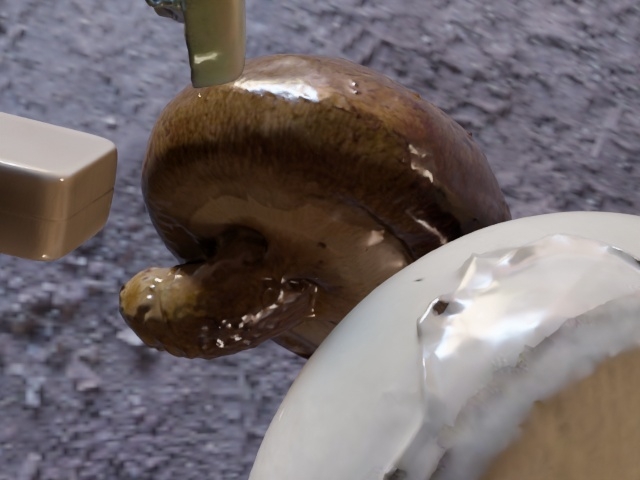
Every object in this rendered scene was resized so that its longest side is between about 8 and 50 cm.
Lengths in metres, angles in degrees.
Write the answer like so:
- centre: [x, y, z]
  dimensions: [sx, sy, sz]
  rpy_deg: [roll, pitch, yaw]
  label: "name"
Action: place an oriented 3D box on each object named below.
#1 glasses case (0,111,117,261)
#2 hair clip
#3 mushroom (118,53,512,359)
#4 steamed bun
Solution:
- centre: [-0.340, -0.069, 1.430]
  dimensions: [0.336, 0.144, 0.076]
  rpy_deg: [14, 108, 10]
  label: "glasses case"
- centre: [-0.085, -0.185, 0.943]
  dimensions: [0.071, 0.159, 0.218]
  rpy_deg: [-19, 90, -1]
  label: "hair clip"
- centre: [0.007, -0.021, 1.522]
  dimensions: [0.345, 0.345, 0.239]
  rpy_deg: [-10, 71, 26]
  label: "mushroom"
- centre: [0.118, 0.164, 0.972]
  dimensions: [0.241, 0.374, 0.374]
  rpy_deg: [20, 97, 61]
  label: "steamed bun"
